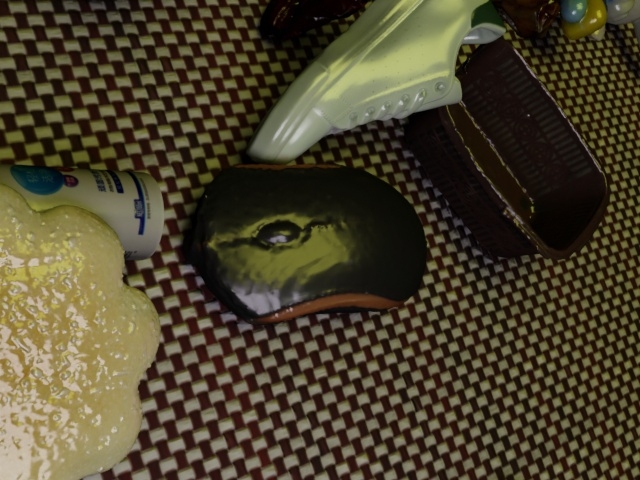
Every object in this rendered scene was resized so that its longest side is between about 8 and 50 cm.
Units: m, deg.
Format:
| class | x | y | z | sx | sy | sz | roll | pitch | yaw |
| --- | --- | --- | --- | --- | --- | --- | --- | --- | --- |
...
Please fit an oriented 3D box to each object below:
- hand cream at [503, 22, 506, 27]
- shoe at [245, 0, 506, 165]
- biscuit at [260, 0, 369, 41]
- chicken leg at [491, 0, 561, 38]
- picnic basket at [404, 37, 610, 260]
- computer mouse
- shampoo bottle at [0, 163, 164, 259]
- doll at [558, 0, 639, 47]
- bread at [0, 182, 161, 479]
| class | x | y | z | sx | sy | sz | roll | pitch | yaw |
| --- | --- | --- | --- | --- | --- | --- | --- | --- | --- |
| hand cream | 0.221 | -0.411 | 1.422 | 0.067 | 0.043 | 0.210 | -24 | 83 | -43 |
| shoe | 0.076 | -0.188 | 1.104 | 0.160 | 0.132 | 0.363 | 44 | 77 | -6 |
| biscuit | 0.030 | -0.316 | 1.114 | 0.063 | 0.235 | 0.151 | 46 | 55 | -24 |
| chicken leg | 0.205 | -0.314 | 1.235 | 0.113 | 0.304 | 0.093 | 6 | 106 | -27 |
| picnic basket | 0.246 | -0.105 | 1.262 | 0.297 | 0.129 | 0.222 | 51 | 52 | -9 |
| computer mouse | 0.003 | -0.002 | 1.049 | 0.323 | 0.116 | 0.183 | -3 | 72 | -38 |
| shampoo bottle | -0.298 | -0.027 | 0.841 | 0.303 | 0.092 | 0.092 | 2 | 72 | -36 |
| doll | 0.477 | -0.474 | 1.542 | 0.365 | 0.187 | 0.376 | -12 | 62 | -47 |
| bread | -0.272 | 0.105 | 0.782 | 0.315 | 0.054 | 0.316 | -2 | 93 | -36 |
